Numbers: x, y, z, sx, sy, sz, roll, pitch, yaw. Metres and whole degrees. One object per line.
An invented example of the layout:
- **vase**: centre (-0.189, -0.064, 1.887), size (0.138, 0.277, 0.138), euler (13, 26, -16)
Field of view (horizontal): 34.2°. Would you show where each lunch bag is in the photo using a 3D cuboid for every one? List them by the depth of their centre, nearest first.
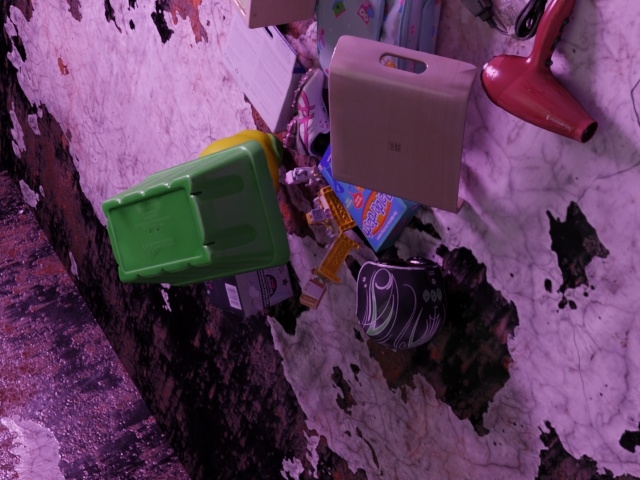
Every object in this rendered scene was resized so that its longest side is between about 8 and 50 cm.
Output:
- **lunch bag**: centre (0.094, -0.368, 1.676), size (0.224, 0.108, 0.279), euler (38, 139, 40)

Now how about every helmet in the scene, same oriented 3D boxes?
- **helmet**: centre (0.145, 0.116, 1.862), size (0.169, 0.169, 0.161), euler (13, 104, 54)

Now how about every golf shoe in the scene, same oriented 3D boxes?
- **golf shoe**: centre (-0.012, -0.244, 1.980), size (0.086, 0.067, 0.186), euler (21, 129, 10)

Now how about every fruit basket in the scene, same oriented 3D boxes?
- **fruit basket**: centre (-0.197, -0.069, 2.062), size (0.392, 0.392, 0.283), euler (-11, 94, 59)

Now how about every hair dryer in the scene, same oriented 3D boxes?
- **hair dryer**: centre (0.301, -0.266, 1.450), size (0.223, 0.080, 0.293), euler (-24, 89, 59)

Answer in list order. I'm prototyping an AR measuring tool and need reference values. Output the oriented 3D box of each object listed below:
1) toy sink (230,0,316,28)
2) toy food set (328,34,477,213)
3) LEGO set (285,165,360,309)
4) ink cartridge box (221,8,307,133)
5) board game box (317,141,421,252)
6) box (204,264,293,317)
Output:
- **toy sink**: centre (-0.107, -0.486, 1.725), size (0.152, 0.131, 0.234), euler (101, 147, -48)
- **toy food set**: centre (0.132, -0.180, 1.654), size (0.220, 0.092, 0.306), euler (17, 143, 16)
- **LEGO set**: centre (0.000, 0.000, 2.039), size (0.107, 0.132, 0.287), euler (148, 121, -64)
- **ink cartridge box**: centre (-0.108, -0.363, 2.048), size (0.223, 0.045, 0.224), euler (55, 149, 23)
- **board game box**: centre (0.089, -0.106, 1.913), size (0.210, 0.047, 0.160), euler (56, 147, 18)
- **box**: centre (-0.177, 0.023, 2.322), size (0.163, 0.142, 0.247), euler (12, 121, 53)
